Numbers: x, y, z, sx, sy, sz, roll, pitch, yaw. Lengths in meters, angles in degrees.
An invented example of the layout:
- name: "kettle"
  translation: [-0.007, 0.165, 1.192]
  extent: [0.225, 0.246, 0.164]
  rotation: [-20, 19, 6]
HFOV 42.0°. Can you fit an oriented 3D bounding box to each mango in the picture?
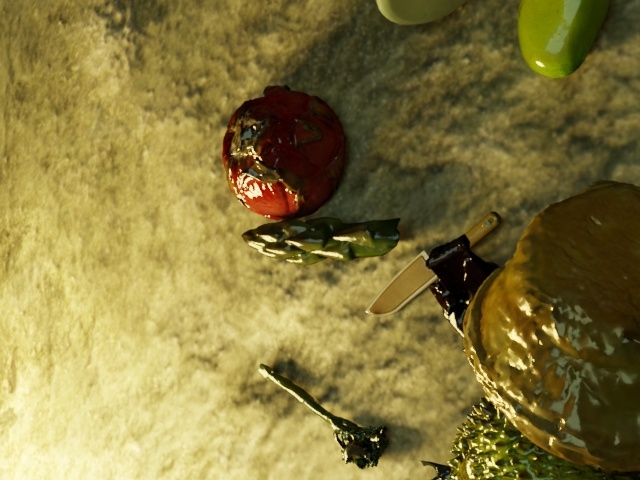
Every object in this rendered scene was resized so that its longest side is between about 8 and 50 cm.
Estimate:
- name: "mango"
  translation: [0.316, -0.302, 1.110]
  extent: [0.117, 0.089, 0.163]
  rotation: [30, 101, 31]

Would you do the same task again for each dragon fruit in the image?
- name: "dragon fruit"
  translation: [-0.086, -0.146, 1.311]
  extent: [0.218, 0.148, 0.224]
  rotation: [-26, 71, 28]

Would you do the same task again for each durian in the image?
- name: "durian"
  translation: [0.260, 0.293, 0.980]
  extent: [0.225, 0.291, 0.291]
  rotation: [-28, 70, 20]

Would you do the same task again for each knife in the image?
- name: "knife"
  translation: [0.159, 0.036, 1.211]
  extent: [0.256, 0.022, 0.046]
  rotation: [-43, 74, 26]

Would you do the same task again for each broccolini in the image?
- name: "broccolini"
  translation: [0.002, 0.265, 1.288]
  extent: [0.254, 0.071, 0.057]
  rotation: [31, 143, 37]

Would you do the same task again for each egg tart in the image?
- name: "egg tart"
  translation: [0.323, 0.071, 0.880]
  extent: [0.351, 0.153, 0.339]
  rotation: [-35, 51, -18]

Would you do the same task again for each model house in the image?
- name: "model house"
  translation: [0.212, 0.089, 1.092]
  extent: [0.203, 0.164, 0.141]
  rotation: [41, 101, 30]

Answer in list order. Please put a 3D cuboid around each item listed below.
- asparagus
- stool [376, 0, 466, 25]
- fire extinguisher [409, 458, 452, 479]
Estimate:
- name: "asparagus"
  translation: [0.000, 0.000, 1.288]
  extent: [0.287, 0.080, 0.080]
  rotation: [1, 85, 27]
- name: "stool"
  translation: [0.123, -0.440, 1.187]
  extent: [0.195, 0.195, 0.198]
  rotation: [-42, 63, 22]
- name: "fire extinguisher"
  translation: [0.212, 0.415, 1.099]
  extent: [0.118, 0.093, 0.294]
  rotation: [-22, 71, 1]
